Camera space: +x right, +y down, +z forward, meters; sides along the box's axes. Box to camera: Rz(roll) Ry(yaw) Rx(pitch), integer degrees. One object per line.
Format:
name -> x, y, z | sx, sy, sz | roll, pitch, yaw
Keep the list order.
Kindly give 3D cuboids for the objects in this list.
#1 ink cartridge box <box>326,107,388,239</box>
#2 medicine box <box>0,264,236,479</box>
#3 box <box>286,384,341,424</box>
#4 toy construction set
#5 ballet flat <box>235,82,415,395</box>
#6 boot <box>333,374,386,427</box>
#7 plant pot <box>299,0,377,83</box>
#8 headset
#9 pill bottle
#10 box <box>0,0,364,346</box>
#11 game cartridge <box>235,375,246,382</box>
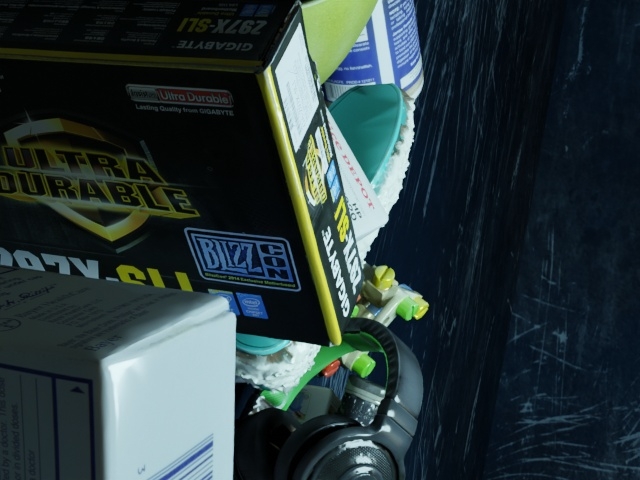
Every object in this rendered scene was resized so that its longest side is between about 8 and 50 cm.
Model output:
ink cartridge box -> -0.080, -0.033, 1.093 | 0.171, 0.168, 0.233 | 62, 29, 2
medicine box -> -0.216, 0.159, 0.740 | 0.149, 0.289, 0.263 | -26, 120, -63
box -> -0.041, 0.299, 1.492 | 0.114, 0.103, 0.203 | 58, 43, -58
toy construction set -> 0.030, 0.064, 1.520 | 0.215, 0.151, 0.327 | -44, 141, -15
ballet flat -> 0.000, 0.000, 1.332 | 0.408, 0.147, 0.147 | -62, 152, -26
boot -> 0.043, 0.276, 1.458 | 0.236, 0.085, 0.178 | 63, 49, -70
plant pot -> -0.053, -0.266, 1.133 | 0.293, 0.275, 0.274 | 86, 18, -70
headset -> -0.007, 0.277, 1.286 | 0.185, 0.243, 0.394 | 44, 59, -30
pill bottle -> 0.045, -0.298, 1.463 | 0.153, 0.153, 0.264 | -63, 152, -42
box -> -0.145, -0.051, 0.815 | 0.257, 0.322, 0.079 | 75, 30, -46
game cartridge -> -0.099, 0.021, 1.335 | 0.196, 0.060, 0.294 | 14, 83, -65
